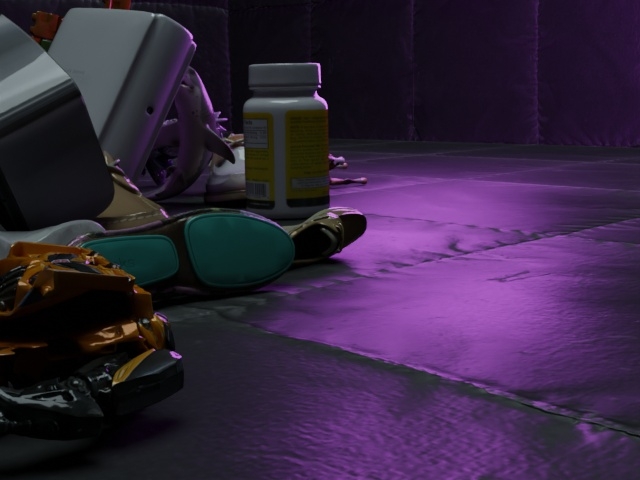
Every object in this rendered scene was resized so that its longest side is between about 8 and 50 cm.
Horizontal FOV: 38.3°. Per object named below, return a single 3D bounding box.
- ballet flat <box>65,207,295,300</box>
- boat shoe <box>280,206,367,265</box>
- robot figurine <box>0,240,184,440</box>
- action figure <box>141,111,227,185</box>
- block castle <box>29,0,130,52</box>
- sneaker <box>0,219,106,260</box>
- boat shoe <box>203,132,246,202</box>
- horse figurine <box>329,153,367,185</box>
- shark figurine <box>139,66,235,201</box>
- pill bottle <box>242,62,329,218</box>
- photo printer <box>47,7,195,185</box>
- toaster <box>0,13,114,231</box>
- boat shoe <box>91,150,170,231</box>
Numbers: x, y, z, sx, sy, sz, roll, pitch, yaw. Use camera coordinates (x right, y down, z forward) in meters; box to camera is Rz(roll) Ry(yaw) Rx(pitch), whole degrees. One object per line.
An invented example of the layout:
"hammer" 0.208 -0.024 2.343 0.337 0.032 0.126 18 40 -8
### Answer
"ballet flat" -0.127 0.019 0.775 0.221 0.077 0.079 -9 -7 -40
"boat shoe" 0.000 0.000 0.928 0.135 0.050 0.045 -20 22 -35
"robot figurine" -0.217 0.055 0.478 0.290 0.085 0.211 -6 11 -28
"action figure" -0.270 -0.162 1.623 0.185 0.099 0.285 -6 -2 -31
"block castle" -0.497 -0.342 1.780 0.212 0.454 0.303 9 2 -15
"sneaker" -0.284 0.024 0.773 0.094 0.080 0.212 -9 -5 40
"boat shoe" -0.138 -0.122 1.518 0.113 0.103 0.302 -2 9 -7
"horse figurine" -0.043 -0.130 1.682 0.263 0.066 0.174 8 7 35
"shark figurine" -0.210 -0.135 1.458 0.166 0.278 0.116 39 32 4
"pill bottle" -0.047 -0.139 1.280 0.119 0.209 0.119 -1 9 0
"photo printer" -0.338 -0.187 1.358 0.256 0.308 0.107 17 -9 43
"toaster" -0.293 -0.105 0.859 0.110 0.186 0.168 -35 53 -22
"boat shoe" -0.265 -0.042 1.009 0.121 0.110 0.341 -8 11 -38
